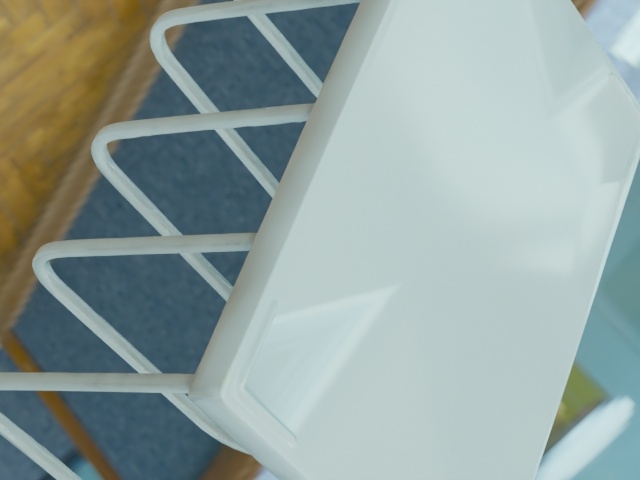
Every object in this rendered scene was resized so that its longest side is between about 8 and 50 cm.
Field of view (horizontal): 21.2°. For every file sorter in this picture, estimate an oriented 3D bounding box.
[{"bbox_3d":[0.000,0.000,0.771,0.193,0.173,0.277,48,54,-38],"label":"file sorter"}]
